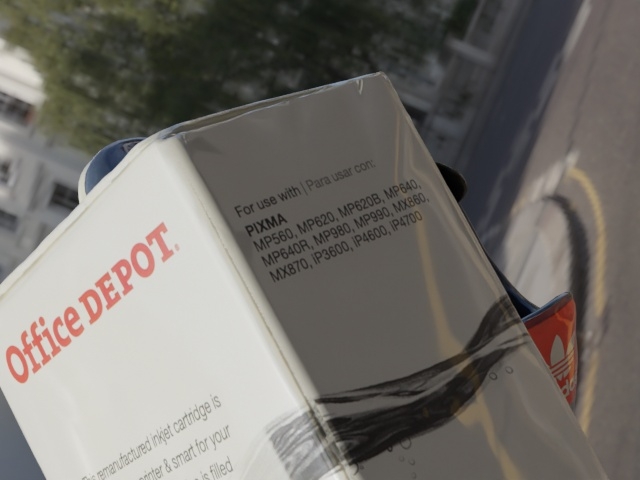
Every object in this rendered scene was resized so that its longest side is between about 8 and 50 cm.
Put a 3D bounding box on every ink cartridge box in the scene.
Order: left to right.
[{"bbox_3d":[-0.003,0.101,0.541,0.114,0.273,0.197,-23,-8,-40],"label":"ink cartridge box"}]

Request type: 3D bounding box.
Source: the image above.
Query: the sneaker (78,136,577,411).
[{"bbox_3d":[0.000,0.000,0.755,0.131,0.350,0.148,-32,-38,-39],"label":"sneaker"}]
